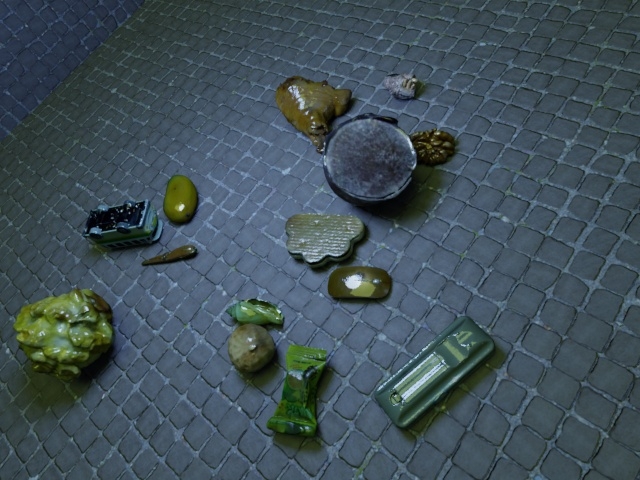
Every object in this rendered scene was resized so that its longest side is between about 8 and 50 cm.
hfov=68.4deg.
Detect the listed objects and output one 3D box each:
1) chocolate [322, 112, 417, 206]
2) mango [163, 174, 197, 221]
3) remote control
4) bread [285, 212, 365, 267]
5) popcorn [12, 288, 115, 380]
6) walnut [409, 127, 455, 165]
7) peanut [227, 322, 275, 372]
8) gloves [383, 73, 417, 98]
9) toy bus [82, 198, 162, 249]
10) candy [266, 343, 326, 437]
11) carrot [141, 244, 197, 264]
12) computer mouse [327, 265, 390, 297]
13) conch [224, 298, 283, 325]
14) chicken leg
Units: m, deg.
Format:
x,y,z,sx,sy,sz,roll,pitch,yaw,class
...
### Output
x,y,z,sx,sy,sz,roll,pitch,yaw,class
0.150,-0.234,1.548,0.303,0.213,0.304,1,74,-4,chocolate
-0.555,-0.175,1.872,0.137,0.091,0.238,-10,57,9,mango
0.297,0.340,1.232,0.335,0.066,0.128,-40,52,-5,remote control
0.000,0.000,1.561,0.286,0.056,0.207,7,60,26,bread
-0.867,0.305,1.586,0.312,0.312,0.312,-10,57,16,popcorn
0.370,-0.327,1.604,0.170,0.069,0.143,1,60,19,walnut
-0.211,0.324,1.422,0.140,0.109,0.159,-34,41,-14,peanut
0.301,-0.580,1.771,0.110,0.094,0.144,-1,34,-6,gloves
-0.759,-0.056,1.835,0.275,0.165,0.134,-7,59,17,toy bus
-0.055,0.418,1.325,0.148,0.069,0.247,-1,65,27,candy
-0.573,0.061,1.769,0.254,0.049,0.049,-15,56,18,carrot
0.114,0.131,1.445,0.198,0.045,0.102,-1,63,22,computer mouse
-0.214,0.229,1.500,0.200,0.080,0.095,2,47,4,conch
0.002,-0.493,1.810,0.294,0.182,0.410,-17,58,-8,chicken leg
